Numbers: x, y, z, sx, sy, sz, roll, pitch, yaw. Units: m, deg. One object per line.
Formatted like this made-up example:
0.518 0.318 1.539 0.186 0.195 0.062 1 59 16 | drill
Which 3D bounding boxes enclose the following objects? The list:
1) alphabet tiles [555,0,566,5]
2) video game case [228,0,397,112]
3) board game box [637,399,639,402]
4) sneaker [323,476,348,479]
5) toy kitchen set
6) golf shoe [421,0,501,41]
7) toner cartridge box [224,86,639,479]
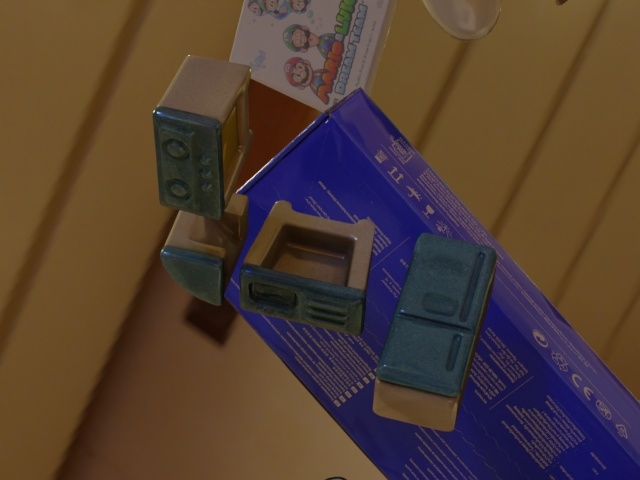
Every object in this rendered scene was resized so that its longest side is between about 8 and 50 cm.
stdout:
0.265 -0.386 1.736 0.198 0.009 0.237 -36 -63 -25 | alphabet tiles
-0.005 -0.199 1.547 0.019 0.143 0.157 -24 -44 -55 | video game case
0.297 0.239 1.945 0.035 0.201 0.136 -39 -63 -43 | board game box
0.053 0.160 0.801 0.063 0.162 0.073 -59 -7 36 | sneaker
0.000 0.000 1.052 0.166 0.207 0.122 92 -167 -49 | toy kitchen set
0.094 -0.208 1.195 0.069 0.086 0.176 -12 -59 0 | golf shoe
0.077 0.075 1.256 0.165 0.348 0.075 -40 2 29 | toner cartridge box
